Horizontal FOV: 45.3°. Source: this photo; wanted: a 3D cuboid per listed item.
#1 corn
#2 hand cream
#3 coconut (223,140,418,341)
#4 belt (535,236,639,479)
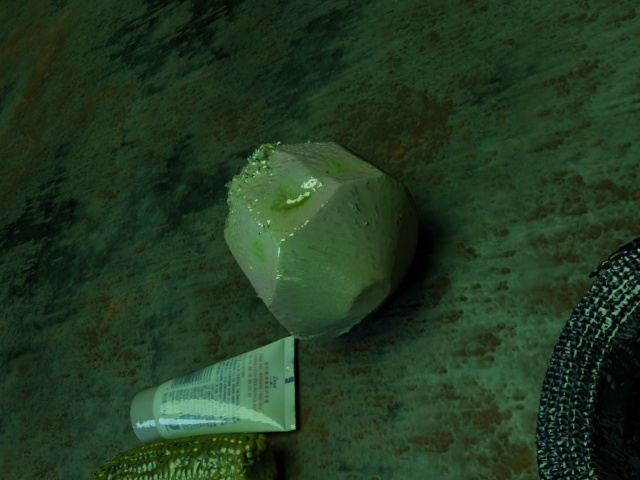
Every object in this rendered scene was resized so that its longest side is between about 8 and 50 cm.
[{"bbox_3d":[-0.187,0.313,1.011,0.318,0.115,0.115,-21,53,31],"label":"corn"},{"bbox_3d":[-0.140,0.216,1.056,0.248,0.083,0.133,-16,56,23],"label":"hand cream"},{"bbox_3d":[0.000,0.000,0.938,0.233,0.233,0.245,-53,39,5],"label":"coconut"},{"bbox_3d":[0.309,0.138,0.622,0.260,0.122,0.324,-5,56,52],"label":"belt"}]
